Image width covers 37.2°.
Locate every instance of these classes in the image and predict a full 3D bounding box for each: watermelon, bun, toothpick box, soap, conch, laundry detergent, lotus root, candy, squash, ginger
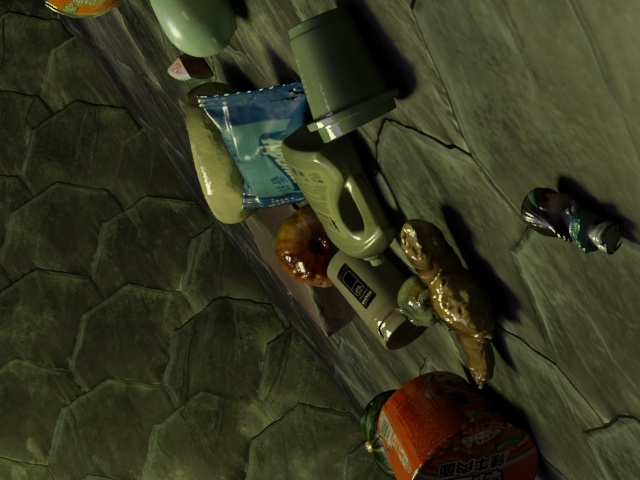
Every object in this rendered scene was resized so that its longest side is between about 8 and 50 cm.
[{"bbox_3d":[-0.271,-0.366,2.018,0.092,0.085,0.072,13,131,13],"label":"watermelon"},{"bbox_3d":[-0.168,-0.176,1.855,0.287,0.146,0.287,-12,-90,-84],"label":"bun"},{"bbox_3d":[0.105,0.092,1.652,0.181,0.111,0.111,50,169,29],"label":"toothpick box"},{"bbox_3d":[-0.052,0.041,2.184,0.296,0.107,0.285,48,168,30],"label":"soap"},{"bbox_3d":[-0.216,-0.390,1.539,0.221,0.121,0.185,57,175,27],"label":"conch"},{"bbox_3d":[0.043,-0.062,1.506,0.181,0.091,0.253,25,149,58],"label":"laundry detergent"},{"bbox_3d":[0.163,0.093,1.478,0.088,0.088,0.165,52,174,13],"label":"lotus root"},{"bbox_3d":[-0.086,-0.152,1.627,0.331,0.187,0.077,68,-160,-59],"label":"candy"},{"bbox_3d":[0.188,0.454,2.232,0.218,0.172,0.218,58,175,8],"label":"squash"},{"bbox_3d":[0.200,0.099,1.347,0.148,0.081,0.334,45,172,40],"label":"ginger"}]

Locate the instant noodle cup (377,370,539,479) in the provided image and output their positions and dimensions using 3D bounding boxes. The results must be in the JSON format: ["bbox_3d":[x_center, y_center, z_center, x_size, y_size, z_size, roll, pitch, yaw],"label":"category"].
[{"bbox_3d":[0.223,0.360,1.662,0.250,0.250,0.192,62,175,-35],"label":"instant noodle cup"}]

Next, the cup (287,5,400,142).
[{"bbox_3d":[0.020,-0.200,1.140,0.141,0.120,0.120,65,168,-5],"label":"cup"}]

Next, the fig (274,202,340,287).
[{"bbox_3d":[0.000,0.000,1.826,0.159,0.159,0.257,55,-170,-2],"label":"fig"}]

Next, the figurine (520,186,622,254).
[{"bbox_3d":[0.242,-0.018,0.918,0.060,0.047,0.106,16,-169,-42],"label":"figurine"}]

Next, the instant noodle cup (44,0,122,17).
[{"bbox_3d":[-0.445,-0.556,1.808,0.230,0.230,0.182,57,159,-13],"label":"instant noodle cup"}]
